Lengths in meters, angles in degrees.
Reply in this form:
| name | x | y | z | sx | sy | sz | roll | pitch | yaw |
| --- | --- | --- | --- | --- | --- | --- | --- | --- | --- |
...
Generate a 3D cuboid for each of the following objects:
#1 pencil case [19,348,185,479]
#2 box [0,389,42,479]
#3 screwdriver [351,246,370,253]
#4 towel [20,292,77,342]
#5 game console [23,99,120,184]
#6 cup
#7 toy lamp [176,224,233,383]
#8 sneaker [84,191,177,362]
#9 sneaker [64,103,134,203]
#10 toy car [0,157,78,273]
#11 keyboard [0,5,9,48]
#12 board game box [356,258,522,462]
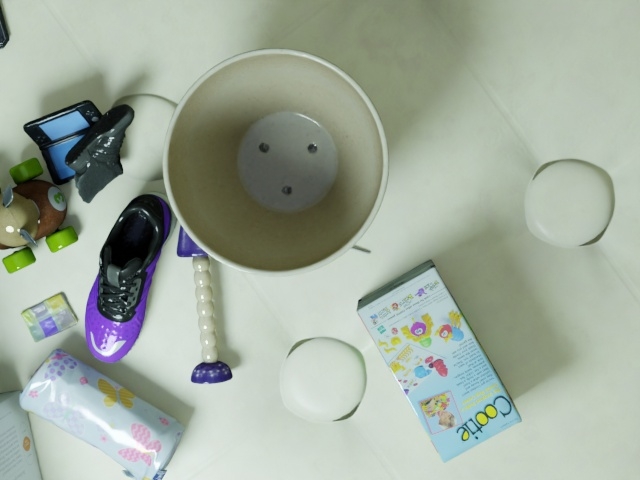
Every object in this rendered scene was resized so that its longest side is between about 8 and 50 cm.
| name | x | y | z | sx | sy | sz | roll | pitch | yaw |
| --- | --- | --- | --- | --- | --- | --- | --- | --- | --- |
| pencil case | -0.357 | 0.291 | 1.877 | 0.273 | 0.113 | 0.124 | 33 | 119 | 0 |
| box | -0.555 | 0.442 | 1.847 | 0.168 | 0.215 | 0.346 | -12 | 93 | 4 |
| screwdriver | 0.000 | 0.000 | 1.882 | 0.169 | 0.024 | 0.025 | 21 | 66 | -1 |
| towel | -0.456 | 0.130 | 1.921 | 0.083 | 0.009 | 0.060 | -24 | 93 | 4 |
| game console | -0.406 | -0.159 | 1.869 | 0.122 | 0.107 | 0.071 | -21 | 65 | 4 |
| cup | -0.059 | -0.122 | 1.768 | 0.330 | 0.237 | 0.331 | 0 | 95 | 3 |
| toy lamp | -0.191 | 0.093 | 1.872 | 0.080 | 0.080 | 0.275 | -3 | 95 | 3 |
| sneaker | -0.323 | 0.060 | 1.840 | 0.102 | 0.146 | 0.294 | 18 | 95 | 2 |
| sneaker | -0.347 | -0.140 | 1.856 | 0.170 | 0.051 | 0.089 | -41 | 133 | 7 |
| toy car | -0.469 | -0.041 | 1.806 | 0.149 | 0.188 | 0.155 | -28 | 97 | -14 |
| keyboard | -0.687 | -0.377 | 1.886 | 0.317 | 0.033 | 0.202 | -14 | 100 | 3 |
| board game box | 0.186 | 0.188 | 1.825 | 0.144 | 0.142 | 0.275 | -29 | 92 | 4 |
